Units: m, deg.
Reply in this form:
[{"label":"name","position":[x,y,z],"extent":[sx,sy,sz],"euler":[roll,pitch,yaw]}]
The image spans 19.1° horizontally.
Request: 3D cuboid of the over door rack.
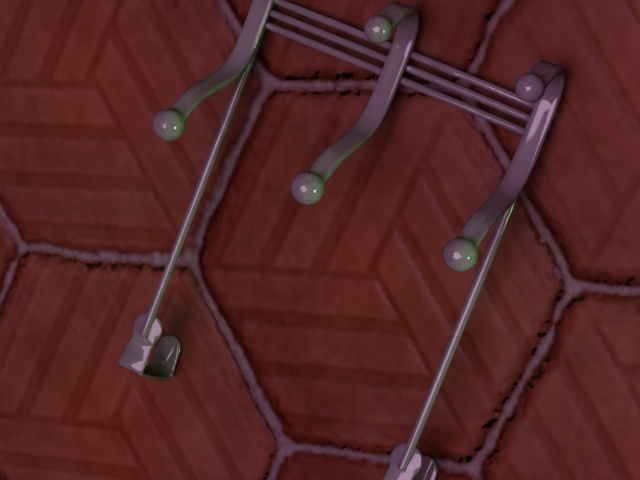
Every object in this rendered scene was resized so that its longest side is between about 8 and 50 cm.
[{"label":"over door rack","position":[0.000,0.000,1.245],"extent":[0.239,0.108,0.324],"euler":[25,110,22]}]
